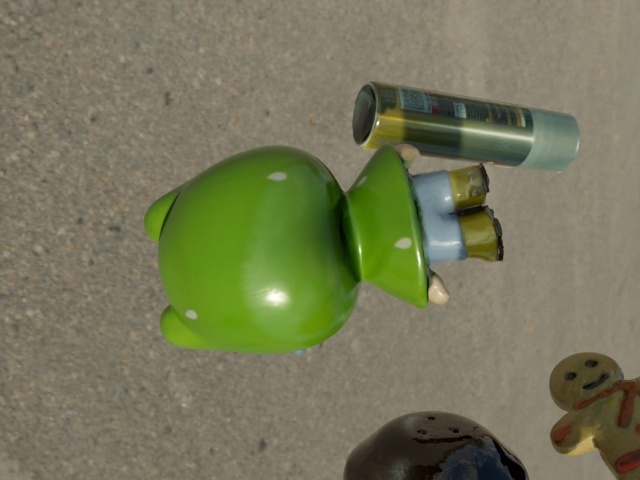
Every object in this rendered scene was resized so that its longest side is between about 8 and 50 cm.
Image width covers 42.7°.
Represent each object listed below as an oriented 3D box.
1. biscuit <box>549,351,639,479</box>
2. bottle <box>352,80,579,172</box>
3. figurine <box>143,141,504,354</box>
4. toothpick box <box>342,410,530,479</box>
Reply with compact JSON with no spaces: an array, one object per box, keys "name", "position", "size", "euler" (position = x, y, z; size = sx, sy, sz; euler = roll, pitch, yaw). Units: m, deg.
[{"name":"biscuit","position":[0.320,0.190,0.867],"size":[0.153,0.234,0.030],"euler":[-24,118,-2]},{"name":"bottle","position":[0.184,-0.138,1.016],"size":[0.286,0.082,0.082],"euler":[4,99,-20]},{"name":"figurine","position":[0.000,0.000,0.619],"size":[0.143,0.263,0.162],"euler":[37,41,-83]},{"name":"toothpick box","position":[0.119,0.329,0.860],"size":[0.192,0.192,0.294],"euler":[-19,112,-56]}]
